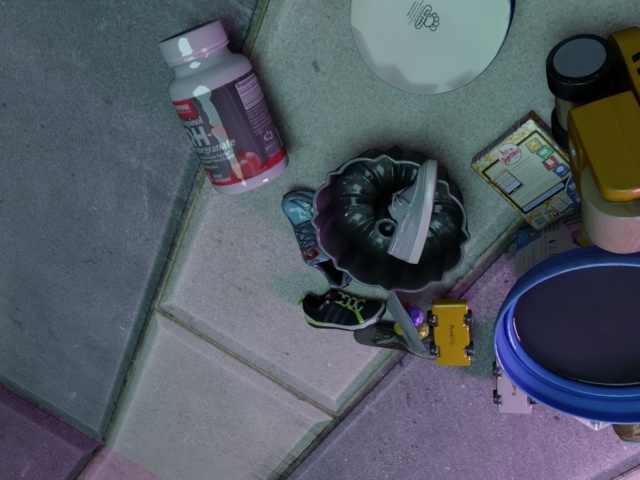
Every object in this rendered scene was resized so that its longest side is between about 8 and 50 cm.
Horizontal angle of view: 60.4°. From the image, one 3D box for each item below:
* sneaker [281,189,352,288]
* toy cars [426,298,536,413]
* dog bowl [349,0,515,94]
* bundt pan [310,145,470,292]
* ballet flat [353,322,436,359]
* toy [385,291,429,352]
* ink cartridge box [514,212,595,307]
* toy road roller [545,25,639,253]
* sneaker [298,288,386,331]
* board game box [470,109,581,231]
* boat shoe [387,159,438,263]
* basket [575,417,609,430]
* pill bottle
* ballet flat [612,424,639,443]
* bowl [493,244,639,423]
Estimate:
[{"bbox_3d":[0.000,0.000,1.258,0.104,0.125,0.262,-30,108,35],"label":"sneaker"},{"bbox_3d":[0.387,0.264,1.312,0.394,0.087,0.176,39,122,-12],"label":"toy cars"},{"bbox_3d":[0.186,-0.385,0.922,0.265,0.104,0.265,11,127,16],"label":"dog bowl"},{"bbox_3d":[0.152,-0.055,1.157,0.331,0.124,0.331,11,127,15],"label":"bundt pan"},{"bbox_3d":[0.207,0.250,1.398,0.250,0.058,0.084,4,86,14],"label":"ballet flat"},{"bbox_3d":[0.207,0.183,1.258,0.137,0.056,0.237,61,173,13],"label":"toy"},{"bbox_3d":[0.517,0.055,1.051,0.233,0.171,0.168,-19,115,31],"label":"ink cartridge box"},{"bbox_3d":[0.488,-0.167,0.815,0.240,0.329,0.202,-14,152,20],"label":"toy road roller"},{"bbox_3d":[0.047,0.169,1.385,0.235,0.084,0.097,-9,118,28],"label":"sneaker"},{"bbox_3d":[0.409,-0.128,1.048,0.193,0.045,0.147,42,129,-9],"label":"board game box"},{"bbox_3d":[0.165,-0.051,1.024,0.081,0.079,0.227,13,130,9],"label":"boat shoe"},{"bbox_3d":[0.599,0.330,1.255,0.167,0.103,0.113,33,130,-1],"label":"basket"},{"bbox_3d":[-0.198,-0.269,1.120,0.176,0.176,0.318,-8,120,27],"label":"pill bottle"},{"bbox_3d":[0.826,0.382,1.209,0.342,0.116,0.124,-8,101,32],"label":"ballet flat"},{"bbox_3d":[0.512,0.171,0.975,0.391,0.077,0.391,11,130,14],"label":"bowl"}]
